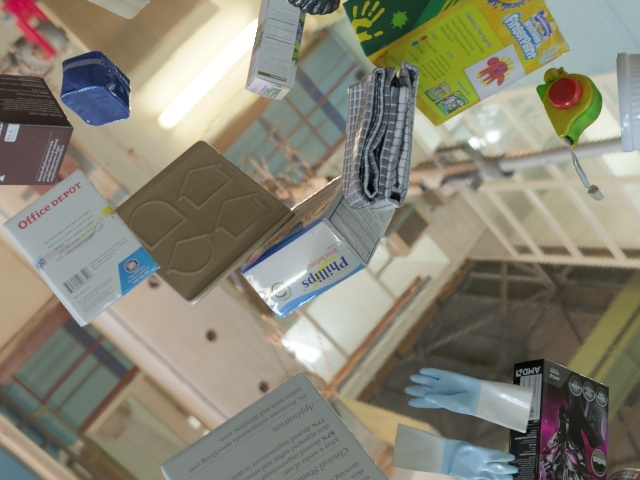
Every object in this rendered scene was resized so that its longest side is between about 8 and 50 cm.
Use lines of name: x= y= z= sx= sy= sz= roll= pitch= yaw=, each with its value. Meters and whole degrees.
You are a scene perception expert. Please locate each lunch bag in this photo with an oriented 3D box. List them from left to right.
lunch bag: x=-0.287 y=-0.197 z=1.247 sx=0.067 sy=0.098 sz=0.065 roll=-11 pitch=-115 yaw=15

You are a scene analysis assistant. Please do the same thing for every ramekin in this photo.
ramekin: x=0.671 y=-0.289 z=1.991 sx=0.109 sy=0.207 sz=0.207 roll=-4 pitch=-146 yaw=18

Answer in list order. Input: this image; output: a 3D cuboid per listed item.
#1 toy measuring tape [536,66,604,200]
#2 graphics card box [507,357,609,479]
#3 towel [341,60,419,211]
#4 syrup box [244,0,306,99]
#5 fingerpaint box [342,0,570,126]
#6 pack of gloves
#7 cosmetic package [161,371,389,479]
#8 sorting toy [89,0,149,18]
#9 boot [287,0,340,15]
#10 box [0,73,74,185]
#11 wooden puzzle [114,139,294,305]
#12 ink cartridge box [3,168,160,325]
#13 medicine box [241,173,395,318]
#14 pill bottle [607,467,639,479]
toy measuring tape: x=0.545 y=-0.240 z=1.991 sx=0.121 sy=0.121 sz=0.330 roll=-33 pitch=-126 yaw=25
graphics card box: x=0.499 y=0.456 z=2.026 sx=0.094 sy=0.233 sz=0.371 roll=-22 pitch=-128 yaw=48
towel: x=0.113 y=-0.202 z=1.931 sx=0.235 sy=0.121 sz=0.283 roll=155 pitch=-59 yaw=-86
syrup box: x=-0.100 y=-0.455 z=2.228 sx=0.093 sy=0.096 sz=0.237 roll=151 pitch=-50 yaw=-69
fingerpaint box: x=0.314 y=-0.474 z=2.144 sx=0.371 sy=0.445 sz=0.163 roll=-29 pitch=-114 yaw=18
pack of gloves: x=0.250 y=0.341 z=1.743 sx=0.046 sy=0.232 sz=0.195 roll=12 pitch=88 yaw=-73
cosmetic package: x=-0.040 y=0.539 z=1.818 sx=0.329 sy=0.327 sz=0.393 roll=-31 pitch=-125 yaw=-15
sorting toy: x=-0.339 y=-0.505 z=1.525 sx=0.255 sy=0.257 sz=0.089 roll=-34 pitch=-128 yaw=35
boot: x=0.077 y=-0.533 z=1.558 sx=0.348 sy=0.131 sz=0.260 roll=-45 pitch=173 yaw=-40
box: x=-0.678 y=-0.246 z=2.141 sx=0.203 sy=0.167 sz=0.168 roll=52 pitch=-53 yaw=34
wooden puzzle: x=-0.280 y=-0.038 z=2.214 sx=0.348 sy=0.080 sz=0.322 roll=37 pitch=-112 yaw=27
ink cartridge box: x=-0.443 y=0.017 z=1.785 sx=0.171 sy=0.232 sz=0.168 roll=-39 pitch=-175 yaw=-16
medicine box: x=0.000 y=0.000 z=2.193 sx=0.263 sy=0.149 sz=0.289 roll=-33 pitch=-167 yaw=30
pill bottle: x=0.553 y=0.514 z=1.772 sx=0.121 sy=0.121 sz=0.216 roll=-29 pitch=176 yaw=34
